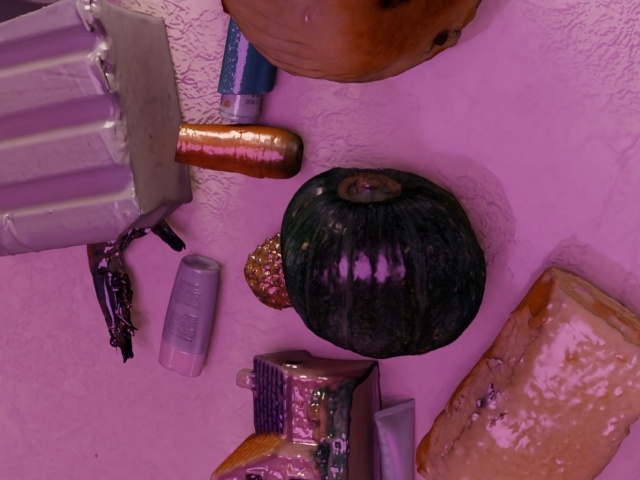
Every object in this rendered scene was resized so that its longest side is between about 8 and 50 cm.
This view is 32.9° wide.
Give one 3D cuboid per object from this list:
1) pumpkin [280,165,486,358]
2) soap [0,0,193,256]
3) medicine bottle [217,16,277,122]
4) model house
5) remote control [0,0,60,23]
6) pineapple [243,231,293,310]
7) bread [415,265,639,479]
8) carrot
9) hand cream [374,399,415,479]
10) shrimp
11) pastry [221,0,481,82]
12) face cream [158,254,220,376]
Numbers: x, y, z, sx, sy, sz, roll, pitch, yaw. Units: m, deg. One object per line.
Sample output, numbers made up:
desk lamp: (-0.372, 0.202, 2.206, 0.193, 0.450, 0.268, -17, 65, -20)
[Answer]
pumpkin: (0.091, 0.053, 1.524, 0.293, 0.197, 0.263, 3, 116, -6)
soap: (-0.442, -0.159, 1.690, 0.435, 0.213, 0.350, -10, 97, 23)
medicine bottle: (-0.115, -0.308, 1.608, 0.124, 0.079, 0.258, 13, 110, 11)
model house: (-0.039, 0.307, 1.694, 0.237, 0.202, 0.237, 3, 107, 18)
remote control: (-0.461, -0.459, 1.677, 0.332, 0.103, 0.221, -20, 95, 26)
pineapple: (0.000, 0.000, 1.642, 0.251, 0.125, 0.125, -36, 91, 20)
bread: (0.319, 0.238, 1.565, 0.236, 0.165, 0.375, 34, 114, 3)
carrot: (-0.123, -0.139, 1.647, 0.193, 0.087, 0.087, 8, 109, 5)
hand cream: (0.122, 0.355, 1.731, 0.050, 0.078, 0.205, 25, 123, 56)
shrimp: (-0.296, 0.067, 1.775, 0.198, 0.051, 0.262, -10, 88, 33)
pastry: (0.034, -0.388, 1.383, 0.312, 0.388, 0.388, 48, 118, 30)
face cream: (-0.214, 0.125, 1.786, 0.084, 0.057, 0.198, 23, 114, 18)
